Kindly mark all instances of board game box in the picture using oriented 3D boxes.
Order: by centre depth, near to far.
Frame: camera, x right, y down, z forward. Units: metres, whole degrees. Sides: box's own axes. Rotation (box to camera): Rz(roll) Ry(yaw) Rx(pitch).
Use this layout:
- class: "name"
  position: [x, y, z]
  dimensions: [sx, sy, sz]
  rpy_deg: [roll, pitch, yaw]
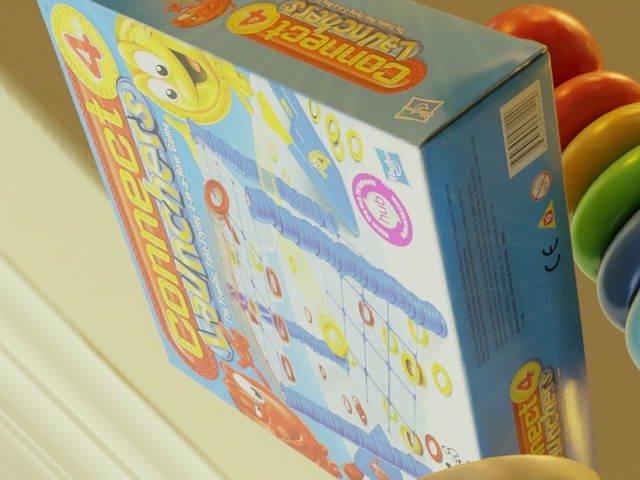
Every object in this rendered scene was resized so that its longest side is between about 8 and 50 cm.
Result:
- class: "board game box"
  position: [0.000, 0.000, 0.812]
  dimensions: [0.086, 0.302, 0.308]
  rpy_deg: [-37, -47, -26]

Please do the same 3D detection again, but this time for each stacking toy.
- class: "stacking toy"
  position: [0.189, -0.019, 0.858]
  dimensions: [0.141, 0.330, 0.141]
  rpy_deg: [-20, -40, -18]

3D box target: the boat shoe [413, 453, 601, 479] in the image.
- class: "boat shoe"
  position: [0.016, 0.192, 0.390]
  dimensions: [0.117, 0.096, 0.324]
  rpy_deg: [1, -50, -21]
